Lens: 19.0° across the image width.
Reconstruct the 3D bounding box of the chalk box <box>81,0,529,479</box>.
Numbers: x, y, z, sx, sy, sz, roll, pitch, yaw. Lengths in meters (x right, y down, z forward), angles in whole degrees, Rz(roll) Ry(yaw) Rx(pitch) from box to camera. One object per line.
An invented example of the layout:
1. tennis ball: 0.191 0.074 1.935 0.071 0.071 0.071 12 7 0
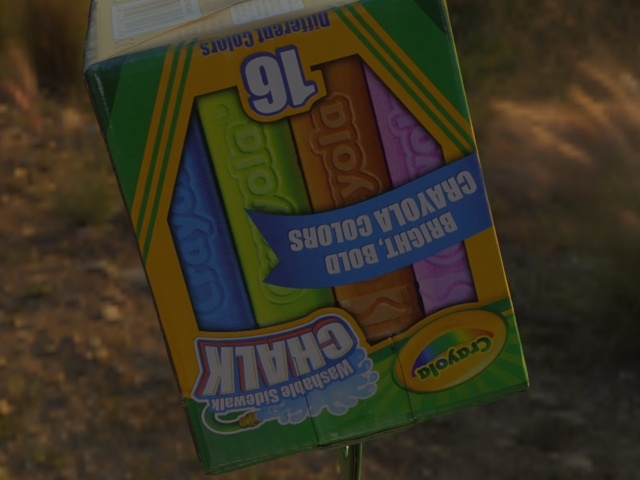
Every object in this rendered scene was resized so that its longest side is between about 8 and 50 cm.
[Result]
1. chalk box: 0.000 0.000 1.011 0.179 0.289 0.180 -15 21 0
